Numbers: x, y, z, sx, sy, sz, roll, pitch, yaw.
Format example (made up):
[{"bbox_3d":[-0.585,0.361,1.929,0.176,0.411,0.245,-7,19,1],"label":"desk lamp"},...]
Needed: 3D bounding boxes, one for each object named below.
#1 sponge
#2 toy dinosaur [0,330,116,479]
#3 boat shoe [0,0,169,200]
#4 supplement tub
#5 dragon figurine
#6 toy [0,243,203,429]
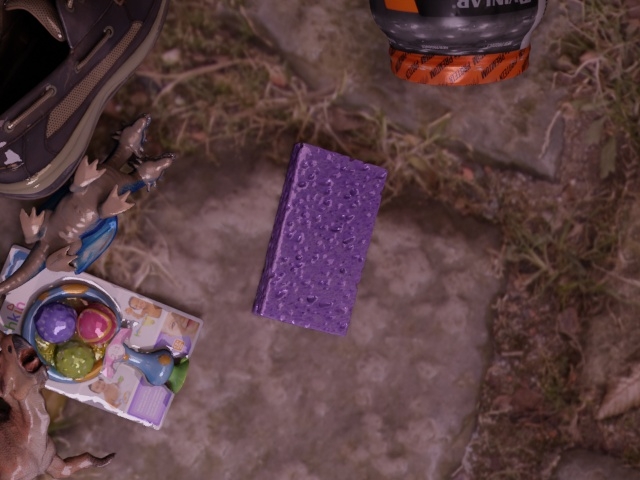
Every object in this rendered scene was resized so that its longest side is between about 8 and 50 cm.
[{"bbox_3d":[0.000,0.000,1.762,0.117,0.031,0.210,15,89,-23],"label":"sponge"},{"bbox_3d":[-0.361,0.220,1.582,0.295,0.127,0.200,-36,96,14],"label":"toy dinosaur"},{"bbox_3d":[-0.260,-0.214,1.535,0.130,0.132,0.355,59,47,-59],"label":"boat shoe"},{"bbox_3d":[0.154,-0.358,1.680,0.207,0.207,0.338,-12,112,-21],"label":"supplement tub"},{"bbox_3d":[-0.267,-0.018,1.608,0.085,0.144,0.289,42,87,-1],"label":"dragon figurine"},{"bbox_3d":[-0.253,0.112,1.654,0.237,0.056,0.137,24,85,-23],"label":"toy"}]
